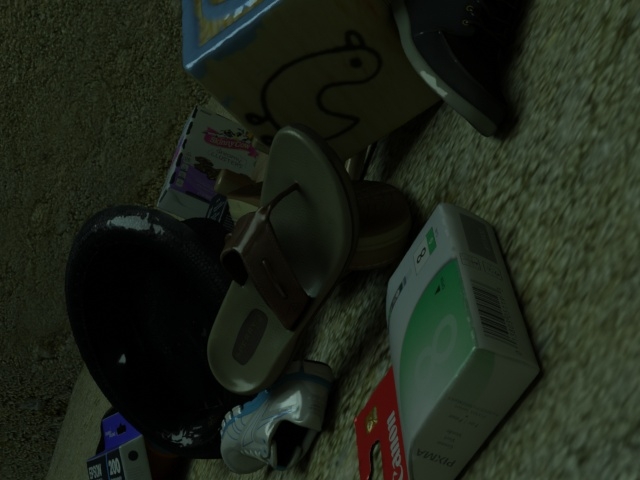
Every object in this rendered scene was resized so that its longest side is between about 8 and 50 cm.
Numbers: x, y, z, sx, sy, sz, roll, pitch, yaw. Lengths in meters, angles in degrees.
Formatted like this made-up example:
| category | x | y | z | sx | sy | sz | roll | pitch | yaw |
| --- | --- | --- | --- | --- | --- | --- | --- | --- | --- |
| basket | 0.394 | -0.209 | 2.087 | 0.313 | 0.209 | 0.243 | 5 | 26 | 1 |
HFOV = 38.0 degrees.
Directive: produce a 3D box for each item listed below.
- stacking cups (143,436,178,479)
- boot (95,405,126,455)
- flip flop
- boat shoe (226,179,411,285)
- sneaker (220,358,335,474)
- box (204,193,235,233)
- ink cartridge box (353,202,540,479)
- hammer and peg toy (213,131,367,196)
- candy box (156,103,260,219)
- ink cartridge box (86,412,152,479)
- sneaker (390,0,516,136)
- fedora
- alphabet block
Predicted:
| category | x | y | z | sx | sy | sz | roll | pitch | yaw |
| --- | --- | --- | --- | --- | --- | --- | --- | --- | --- |
| stacking cups | -0.219 | 0.260 | 1.359 | 0.316 | 0.096 | 0.096 | -56 | 19 | 39 |
| boot | -0.410 | 0.356 | 1.938 | 0.198 | 0.076 | 0.137 | -57 | 13 | 32 |
| flip flop | -0.051 | 0.029 | 0.824 | 0.112 | 0.080 | 0.277 | 41 | 122 | 28 |
| boat shoe | 0.000 | 0.000 | 0.976 | 0.341 | 0.121 | 0.110 | -161 | 58 | -67 |
| sneaker | -0.050 | 0.197 | 0.920 | 0.191 | 0.071 | 0.083 | -54 | 26 | 42 |
| box | -0.135 | 0.003 | 1.436 | 0.156 | 0.093 | 0.158 | -26 | 44 | 68 |
| ink cartridge box | 0.063 | 0.108 | 0.681 | 0.225 | 0.056 | 0.181 | -58 | 17 | 27 |
| hammer and peg toy | -0.018 | -0.175 | 1.217 | 0.361 | 0.127 | 0.266 | -34 | 36 | 64 |
| candy box | -0.174 | -0.117 | 1.604 | 0.070 | 0.164 | 0.196 | -49 | 24 | 49 |
| ink cartridge box | -0.297 | 0.359 | 1.377 | 0.206 | 0.045 | 0.208 | -34 | 66 | 57 |
| sneaker | 0.135 | -0.189 | 0.801 | 0.118 | 0.083 | 0.222 | -40 | 38 | 21 |
| fedora | -0.157 | 0.094 | 1.132 | 0.152 | 0.334 | 0.334 | -37 | -15 | -50 |
| alphabet block | -0.011 | -0.215 | 0.961 | 0.192 | 0.197 | 0.193 | -31 | 41 | 23 |
